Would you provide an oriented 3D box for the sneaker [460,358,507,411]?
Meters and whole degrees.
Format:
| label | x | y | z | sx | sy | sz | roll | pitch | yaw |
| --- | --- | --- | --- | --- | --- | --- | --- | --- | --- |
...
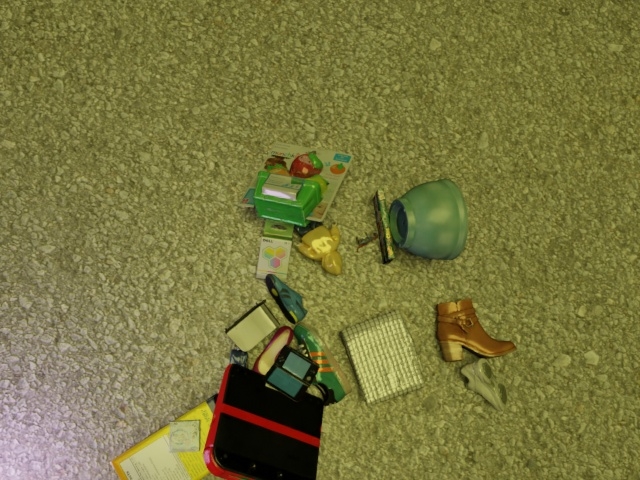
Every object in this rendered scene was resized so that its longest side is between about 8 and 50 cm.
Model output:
| label | x | y | z | sx | sy | sz | roll | pitch | yaw |
| --- | --- | --- | --- | --- | --- | --- | --- | --- | --- |
| sneaker | 0.585 | 0.519 | 1.877 | 0.232 | 0.115 | 0.090 | 57 | 43 | -13 |

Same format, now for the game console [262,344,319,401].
| label | x | y | z | sx | sy | sz | roll | pitch | yaw |
| --- | --- | --- | --- | --- | --- | --- | --- | --- | --- |
| game console | -0.096 | 0.438 | 1.738 | 0.144 | 0.085 | 0.124 | 30 | 97 | 10 |

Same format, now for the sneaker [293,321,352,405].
| label | x | y | z | sx | sy | sz | roll | pitch | yaw |
| --- | --- | --- | --- | --- | --- | --- | --- | --- | --- |
| sneaker | -0.019 | 0.431 | 1.814 | 0.121 | 0.108 | 0.302 | -32 | 84 | -23 |

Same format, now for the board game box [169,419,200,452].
| label | x | y | z | sx | sy | sz | roll | pitch | yaw |
| --- | --- | --- | --- | --- | --- | --- | --- | --- | --- |
| board game box | -0.412 | 0.595 | 1.593 | 0.090 | 0.020 | 0.090 | 0 | 77 | -6 |

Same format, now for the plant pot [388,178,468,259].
| label | x | y | z | sx | sy | sz | roll | pitch | yaw |
| --- | --- | --- | --- | --- | --- | --- | --- | --- | --- |
| plant pot | 0.360 | -0.068 | 1.853 | 0.196 | 0.293 | 0.293 | -5 | 78 | -16 |

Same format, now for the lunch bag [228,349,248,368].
| label | x | y | z | sx | sy | sz | roll | pitch | yaw |
| --- | --- | --- | --- | --- | --- | --- | --- | --- | --- |
| lunch bag | -0.283 | 0.429 | 1.816 | 0.065 | 0.067 | 0.098 | 9 | 78 | -3 |

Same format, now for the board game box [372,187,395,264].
| label | x | y | z | sx | sy | sz | roll | pitch | yaw |
| --- | --- | --- | --- | --- | --- | --- | --- | --- | --- |
| board game box | 0.232 | -0.049 | 1.933 | 0.030 | 0.136 | 0.259 | -7 | 78 | -6 |

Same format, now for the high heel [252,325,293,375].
| label | x | y | z | sx | sy | sz | roll | pitch | yaw |
| --- | --- | --- | --- | --- | --- | --- | --- | --- | --- |
| high heel | -0.168 | 0.406 | 1.806 | 0.082 | 0.117 | 0.244 | 35 | 77 | 2 |

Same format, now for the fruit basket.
| label | x | y | z | sx | sy | sz | roll | pitch | yaw |
| --- | --- | --- | --- | --- | --- | --- | --- | --- | --- |
| fruit basket | -0.086 | -0.228 | 1.879 | 0.327 | 0.165 | 0.353 | 13 | 58 | 17 |

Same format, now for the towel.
| label | x | y | z | sx | sy | sz | roll | pitch | yaw |
| --- | --- | --- | --- | --- | --- | --- | --- | --- | --- |
| towel | 0.218 | 0.413 | 1.845 | 0.235 | 0.121 | 0.283 | -18 | 79 | -11 |

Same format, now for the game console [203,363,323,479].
| label | x | y | z | sx | sy | sz | roll | pitch | yaw |
| --- | --- | --- | --- | --- | --- | --- | --- | --- | --- |
| game console | -0.166 | 0.609 | 1.669 | 0.386 | 0.060 | 0.342 | 29 | 43 | -22 |

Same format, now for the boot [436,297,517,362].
| label | x | y | z | sx | sy | sz | roll | pitch | yaw |
| --- | --- | --- | --- | --- | --- | --- | --- | --- | --- |
| boot | 0.563 | 0.322 | 1.914 | 0.283 | 0.109 | 0.220 | -6 | 75 | 1 |

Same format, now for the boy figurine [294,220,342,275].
| label | x | y | z | sx | sy | sz | roll | pitch | yaw |
| --- | --- | --- | --- | --- | --- | --- | --- | --- | --- |
| boy figurine | 0.000 | 0.000 | 1.924 | 0.177 | 0.092 | 0.285 | -35 | 84 | -12 |

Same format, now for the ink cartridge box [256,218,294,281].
| label | x | y | z | sx | sy | sz | roll | pitch | yaw |
| --- | --- | --- | --- | --- | --- | --- | --- | --- | --- |
| ink cartridge box | -0.161 | 0.036 | 1.876 | 0.109 | 0.062 | 0.209 | 9 | 101 | -3 |

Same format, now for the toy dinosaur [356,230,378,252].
| label | x | y | z | sx | sy | sz | roll | pitch | yaw |
| --- | --- | --- | --- | --- | --- | --- | --- | --- | --- |
| toy dinosaur | 0.177 | -0.003 | 1.978 | 0.082 | 0.047 | 0.090 | 1 | 111 | -14 |

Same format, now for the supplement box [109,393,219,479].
| label | x | y | z | sx | sy | sz | roll | pitch | yaw |
| --- | --- | --- | --- | --- | --- | --- | --- | --- | --- |
| supplement box | -0.445 | 0.676 | 1.683 | 0.356 | 0.195 | 0.194 | -30 | 82 | -11 |

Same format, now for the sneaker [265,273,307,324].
| label | x | y | z | sx | sy | sz | roll | pitch | yaw |
| --- | --- | --- | --- | --- | --- | --- | --- | --- | --- |
| sneaker | -0.119 | 0.195 | 1.867 | 0.082 | 0.069 | 0.209 | -38 | 104 | -28 |

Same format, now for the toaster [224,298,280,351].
| label | x | y | z | sx | sy | sz | roll | pitch | yaw |
| --- | --- | --- | --- | --- | --- | --- | --- | --- | --- |
| toaster | -0.228 | 0.294 | 1.802 | 0.186 | 0.168 | 0.110 | -39 | 87 | -11 |
